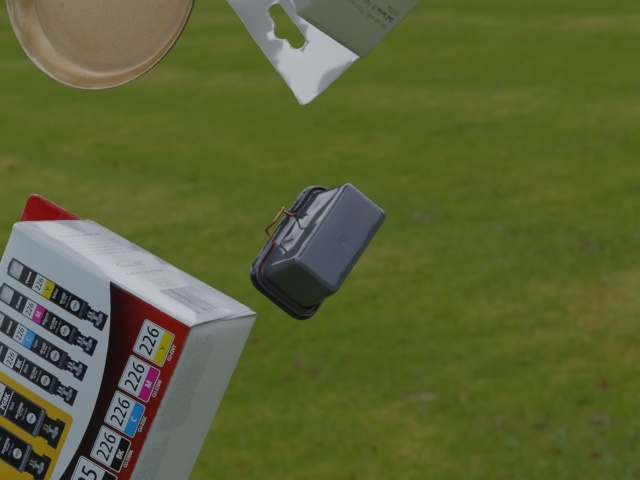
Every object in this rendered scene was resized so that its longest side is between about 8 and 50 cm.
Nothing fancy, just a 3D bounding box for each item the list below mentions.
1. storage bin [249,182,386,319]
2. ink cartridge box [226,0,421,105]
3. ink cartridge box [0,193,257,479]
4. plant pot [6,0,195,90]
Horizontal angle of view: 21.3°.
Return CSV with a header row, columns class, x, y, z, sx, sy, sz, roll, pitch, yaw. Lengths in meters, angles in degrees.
class,x,y,z,sx,sy,sz,roll,pitch,yaw
storage bin,0.000,0.000,1.719,0.135,0.098,0.091,-56,13,-23
ink cartridge box,0.035,-0.326,1.631,0.119,0.353,0.207,28,21,-51
ink cartridge box,-0.249,0.147,1.563,0.272,0.309,0.130,28,14,22
plant pot,-0.220,-0.271,1.748,0.236,0.236,0.032,3,-1,27
